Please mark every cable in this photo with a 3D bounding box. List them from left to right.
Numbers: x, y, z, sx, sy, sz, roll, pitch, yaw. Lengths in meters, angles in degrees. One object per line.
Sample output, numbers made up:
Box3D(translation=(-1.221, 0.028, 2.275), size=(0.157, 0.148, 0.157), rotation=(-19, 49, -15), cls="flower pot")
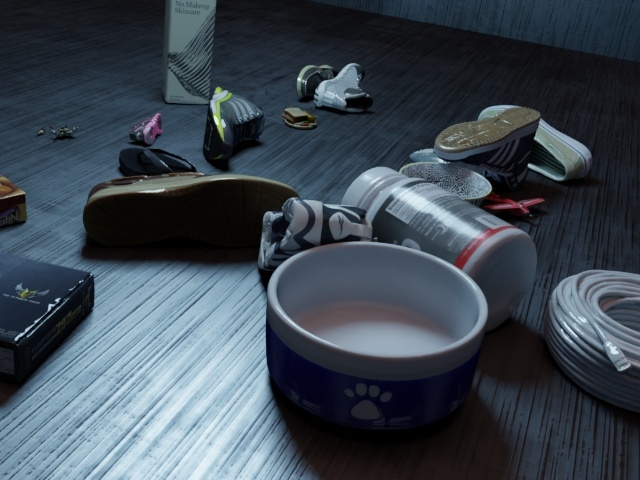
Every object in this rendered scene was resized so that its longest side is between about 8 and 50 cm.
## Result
Box3D(translation=(0.438, 0.132, 1.044), size=(0.257, 0.089, 0.257), rotation=(-1, 27, -18), cls="cable")

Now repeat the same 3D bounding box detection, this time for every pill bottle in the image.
Box3D(translation=(0.164, 0.004, 1.146), size=(0.161, 0.161, 0.283), rotation=(-13, 33, -35), cls="pill bottle")

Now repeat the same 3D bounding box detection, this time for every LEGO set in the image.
Box3D(translation=(-0.537, -0.221, 1.575), size=(0.083, 0.024, 0.054), rotation=(4, 21, 23), cls="LEGO set")

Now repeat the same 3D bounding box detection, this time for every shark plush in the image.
Box3D(translation=(0.242, -0.140, 1.604), size=(0.067, 0.073, 0.161), rotation=(-16, 51, -3), cls="shark plush")

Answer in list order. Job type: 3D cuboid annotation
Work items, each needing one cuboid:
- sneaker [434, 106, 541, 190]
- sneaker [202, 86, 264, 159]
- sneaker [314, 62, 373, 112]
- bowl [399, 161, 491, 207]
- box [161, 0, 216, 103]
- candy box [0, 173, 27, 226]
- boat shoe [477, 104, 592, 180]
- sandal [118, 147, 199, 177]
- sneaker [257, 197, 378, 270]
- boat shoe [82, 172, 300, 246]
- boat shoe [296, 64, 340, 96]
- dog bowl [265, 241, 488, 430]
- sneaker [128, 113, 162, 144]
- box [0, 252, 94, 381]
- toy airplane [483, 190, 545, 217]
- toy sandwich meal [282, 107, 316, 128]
Box3D(translation=(0.336, -0.164, 1.549), size=(0.282, 0.153, 0.099), rotation=(-22, 40, -33), cls="sneaker")
Box3D(translation=(-0.180, -0.251, 1.627), size=(0.121, 0.111, 0.300), rotation=(9, 28, -6), cls="sneaker")
Box3D(translation=(0.091, -0.385, 1.999), size=(0.132, 0.086, 0.228), rotation=(24, 41, 21), cls="sneaker")
Box3D(translation=(0.223, -0.077, 1.408), size=(0.170, 0.080, 0.170), rotation=(5, 27, -3), cls="bowl")
Box3D(translation=(-0.317, -0.472, 1.834), size=(0.113, 0.275, 0.094), rotation=(-2, 28, -18), cls="box")
Box3D(translation=(-0.570, -0.077, 1.241), size=(0.109, 0.053, 0.186), rotation=(-20, 36, -41), cls="candy box")
Box3D(translation=(0.471, -0.226, 1.741), size=(0.094, 0.109, 0.302), rotation=(-19, 39, -38), cls="boat shoe")
Box3D(translation=(-0.271, -0.132, 1.419), size=(0.254, 0.055, 0.097), rotation=(24, 31, 30), cls="sandal")
Box3D(translation=(0.000, 0.000, 1.124), size=(0.153, 0.094, 0.235), rotation=(10, -19, -16), cls="sneaker")
Box3D(translation=(-0.205, -0.064, 1.240), size=(0.341, 0.123, 0.123), rotation=(-5, 30, -11), cls="boat shoe")
Box3D(translation=(0.007, -0.427, 2.047), size=(0.073, 0.080, 0.223), rotation=(12, 22, 21), cls="boat shoe")
Box3D(translation=(0.064, 0.106, 0.936), size=(0.264, 0.104, 0.265), rotation=(4, 27, -2), cls="dog bowl")
Box3D(translation=(-0.372, -0.239, 1.626), size=(0.057, 0.047, 0.119), rotation=(-2, 24, 8), cls="sneaker")
Box3D(translation=(-0.430, 0.080, 0.957), size=(0.232, 0.059, 0.183), rotation=(12, 26, 8), cls="box")
Box3D(translation=(0.358, -0.074, 1.494), size=(0.151, 0.028, 0.151), rotation=(7, 26, -3), cls="toy airplane")
Box3D(translation=(-0.048, -0.291, 1.818), size=(0.085, 0.029, 0.086), rotation=(6, 27, -3), cls="toy sandwich meal")
